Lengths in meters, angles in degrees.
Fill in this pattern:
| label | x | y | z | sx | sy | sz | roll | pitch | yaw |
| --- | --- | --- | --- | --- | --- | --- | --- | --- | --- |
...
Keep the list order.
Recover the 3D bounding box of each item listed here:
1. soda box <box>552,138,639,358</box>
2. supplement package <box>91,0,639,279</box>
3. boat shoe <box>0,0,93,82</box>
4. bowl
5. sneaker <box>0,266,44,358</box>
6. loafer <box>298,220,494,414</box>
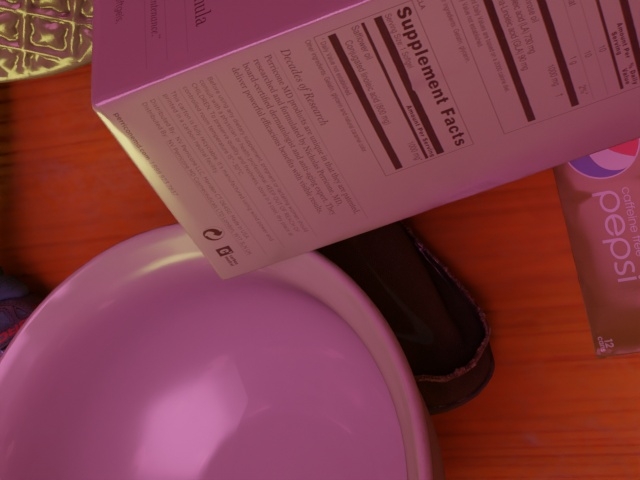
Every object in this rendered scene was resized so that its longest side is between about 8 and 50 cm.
| label | x | y | z | sx | sy | sz | roll | pitch | yaw |
| --- | --- | --- | --- | --- | --- | --- | --- | --- | --- |
| soda box | 0.161 | -0.032 | 0.659 | 0.058 | 0.061 | 0.181 | -11 | 100 | 25 |
| supplement package | 0.033 | -0.105 | 0.567 | 0.244 | 0.139 | 0.134 | -20 | 138 | 12 |
| boat shoe | -0.096 | -0.229 | 0.646 | 0.500 | 0.156 | 0.187 | -23 | 129 | 20 |
| bowl | -0.047 | 0.148 | 0.653 | 0.297 | 0.134 | 0.298 | -11 | 68 | 30 |
| sneaker | -0.241 | 0.153 | 0.863 | 0.125 | 0.104 | 0.262 | 28 | 114 | 12 |
| loafer | 0.000 | 0.000 | 0.707 | 0.251 | 0.094 | 0.087 | 40 | 151 | 9 |
